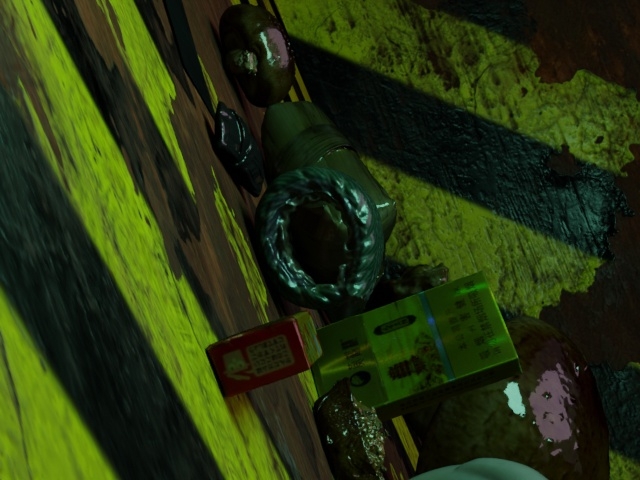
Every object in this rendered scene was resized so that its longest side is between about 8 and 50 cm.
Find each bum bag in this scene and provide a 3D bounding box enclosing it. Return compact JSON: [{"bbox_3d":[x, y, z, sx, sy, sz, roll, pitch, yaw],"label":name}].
[{"bbox_3d":[-0.077,-0.087,1.612,0.124,0.034,0.058,59,25,-65],"label":"bum bag"}]

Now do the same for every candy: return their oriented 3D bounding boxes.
[{"bbox_3d":[-0.036,0.076,1.160,0.122,0.062,0.038,2,69,-86],"label":"candy"}]

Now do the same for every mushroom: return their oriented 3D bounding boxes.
[{"bbox_3d":[-0.081,-0.216,1.988,0.127,0.087,0.127,54,-25,39],"label":"mushroom"},{"bbox_3d":[0.165,0.214,1.895,0.356,0.334,0.331,34,-25,2],"label":"mushroom"}]

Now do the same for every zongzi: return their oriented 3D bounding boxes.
[{"bbox_3d":[0.001,-0.025,1.989,0.242,0.112,0.221,94,-26,-50],"label":"zongzi"}]

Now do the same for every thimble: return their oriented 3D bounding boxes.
[{"bbox_3d":[-0.002,-0.002,1.601,0.090,0.118,0.135,2,83,-80],"label":"thimble"}]

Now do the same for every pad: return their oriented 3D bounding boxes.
[{"bbox_3d":[-0.138,-0.216,1.659,0.116,0.004,0.193,61,9,-62],"label":"pad"}]

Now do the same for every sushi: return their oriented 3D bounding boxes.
[{"bbox_3d":[0.033,0.179,1.544,0.061,0.060,0.118,73,-1,-75],"label":"sushi"}]

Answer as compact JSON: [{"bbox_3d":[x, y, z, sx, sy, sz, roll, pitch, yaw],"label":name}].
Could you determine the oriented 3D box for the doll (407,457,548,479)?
[{"bbox_3d":[0.124,0.300,1.510,0.251,0.221,0.221,39,-22,50],"label":"doll"}]

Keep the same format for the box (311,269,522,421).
[{"bbox_3d":[0.088,0.110,1.658,0.030,0.193,0.121,68,3,-46],"label":"box"}]
